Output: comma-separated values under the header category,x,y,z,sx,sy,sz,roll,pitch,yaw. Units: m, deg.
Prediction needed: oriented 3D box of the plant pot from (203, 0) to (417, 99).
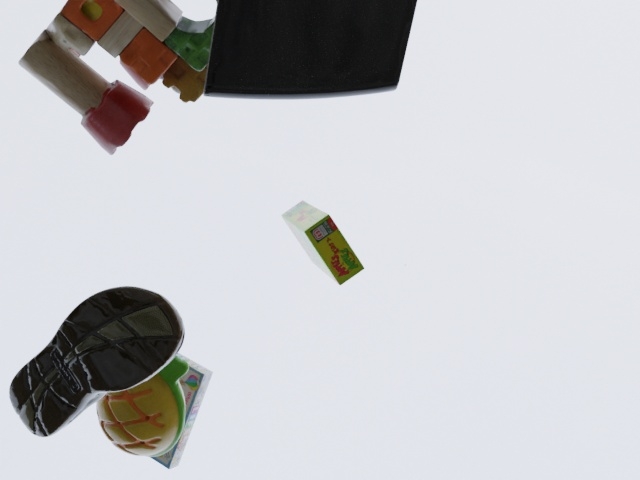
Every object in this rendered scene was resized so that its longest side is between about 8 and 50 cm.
category,x,y,z,sx,sy,sz,roll,pitch,yaw
plant pot,-0.005,-0.218,0.816,0.166,0.188,0.188,10,-73,-8

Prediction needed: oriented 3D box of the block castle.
category,x,y,z,sx,sy,sz,roll,pitch,yaw
block castle,-0.135,-0.330,1.117,0.213,0.303,0.453,40,-65,-20

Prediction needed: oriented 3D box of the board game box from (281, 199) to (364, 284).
category,x,y,z,sx,sy,sz,roll,pitch,yaw
board game box,0.000,0.000,1.312,0.043,0.181,0.092,-36,-76,-5

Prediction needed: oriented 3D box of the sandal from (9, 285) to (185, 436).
category,x,y,z,sx,sy,sz,roll,pitch,yaw
sandal,-0.197,0.108,0.820,0.219,0.060,0.090,-40,-101,30

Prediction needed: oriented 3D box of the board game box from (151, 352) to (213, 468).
category,x,y,z,sx,sy,sz,roll,pitch,yaw
board game box,-0.229,0.240,1.332,0.103,0.026,0.154,25,-80,22

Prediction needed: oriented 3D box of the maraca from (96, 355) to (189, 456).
category,x,y,z,sx,sy,sz,roll,pitch,yaw
maraca,-0.223,0.193,1.152,0.127,0.099,0.186,22,-65,13
